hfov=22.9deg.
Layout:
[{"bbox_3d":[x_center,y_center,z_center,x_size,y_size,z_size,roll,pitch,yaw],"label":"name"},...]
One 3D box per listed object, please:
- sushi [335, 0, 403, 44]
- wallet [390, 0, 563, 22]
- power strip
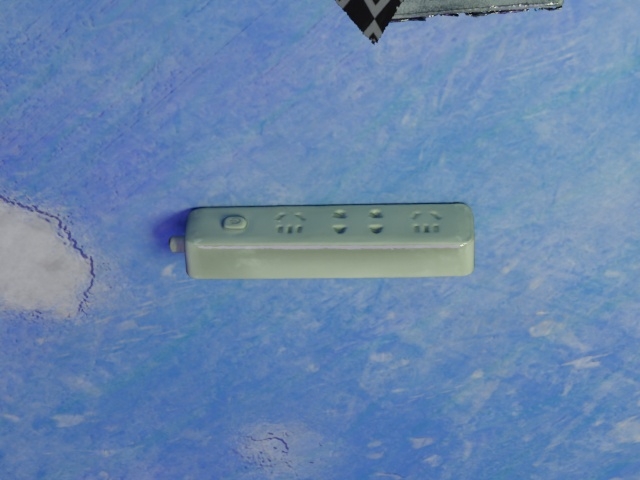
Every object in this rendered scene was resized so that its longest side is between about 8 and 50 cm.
[{"bbox_3d":[0.058,-0.340,1.679,0.040,0.210,0.193,-5,140,-43],"label":"sushi"},{"bbox_3d":[0.161,-0.327,1.759,0.222,0.036,0.167,-4,127,3],"label":"wallet"},{"bbox_3d":[0.000,0.000,1.987,0.385,0.091,0.062,0,127,3],"label":"power strip"}]
